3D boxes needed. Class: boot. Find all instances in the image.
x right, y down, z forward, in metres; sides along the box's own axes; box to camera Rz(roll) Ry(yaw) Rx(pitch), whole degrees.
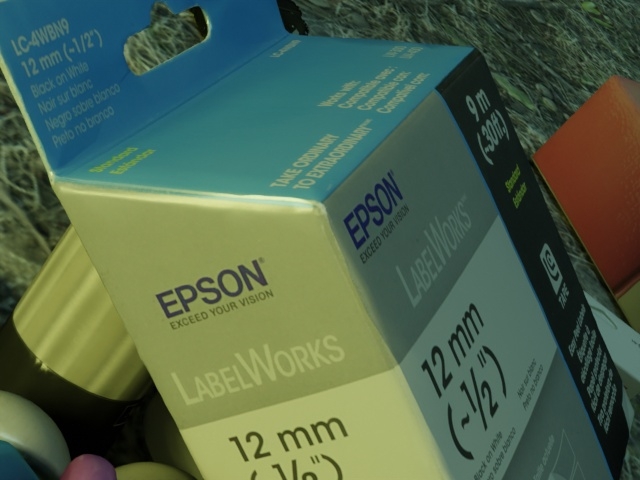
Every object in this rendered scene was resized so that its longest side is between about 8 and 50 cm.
[{"bbox_3d":[-0.065,-0.208,1.025,0.099,0.045,0.121,5,55,-40],"label":"boot"}]

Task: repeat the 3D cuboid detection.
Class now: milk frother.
[{"bbox_3d":[-0.138,0.022,0.594,0.143,0.135,0.129,32,13,-19],"label":"milk frother"}]

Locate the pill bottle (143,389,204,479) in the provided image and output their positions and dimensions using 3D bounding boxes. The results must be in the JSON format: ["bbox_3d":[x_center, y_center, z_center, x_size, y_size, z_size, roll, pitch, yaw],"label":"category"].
[{"bbox_3d":[-0.036,0.082,0.686,0.078,0.078,0.137,42,32,0],"label":"pill bottle"}]

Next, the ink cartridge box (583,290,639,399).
[{"bbox_3d":[0.153,0.094,0.828,0.088,0.122,0.052,36,33,-9],"label":"ink cartridge box"}]

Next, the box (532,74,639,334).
[{"bbox_3d":[0.336,-0.026,1.154,0.148,0.127,0.232,9,45,-41],"label":"box"}]

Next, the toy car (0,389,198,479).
[{"bbox_3d":[-0.104,0.140,0.475,0.182,0.136,0.159,29,49,-19],"label":"toy car"}]

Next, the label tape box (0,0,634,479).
[{"bbox_3d":[0.025,0.009,0.562,0.348,0.115,0.249,66,28,-13],"label":"label tape box"}]
